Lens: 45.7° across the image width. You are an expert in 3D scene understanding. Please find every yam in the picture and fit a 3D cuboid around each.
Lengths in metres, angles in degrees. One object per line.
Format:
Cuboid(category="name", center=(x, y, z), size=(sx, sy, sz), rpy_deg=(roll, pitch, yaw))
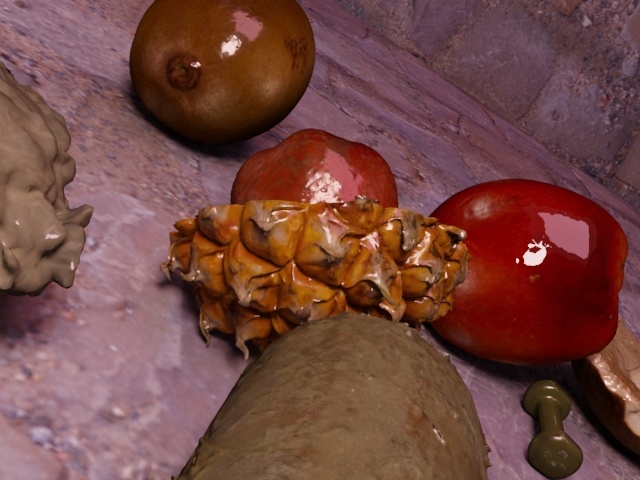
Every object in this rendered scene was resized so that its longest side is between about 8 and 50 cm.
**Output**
Cuboid(category="yam", center=(-0.004, 0.160, 0.337), size=(0.168, 0.168, 0.304), rpy_deg=(37, 23, 0))

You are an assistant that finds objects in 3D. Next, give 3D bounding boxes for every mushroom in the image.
Cuboid(category="mushroom", center=(0.435, 0.120, 0.904), size=(0.233, 0.301, 0.208), rpy_deg=(44, -12, -13))

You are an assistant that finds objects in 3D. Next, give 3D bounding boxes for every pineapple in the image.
Cuboid(category="pineapple", center=(-0.001, 0.050, 0.554), size=(0.250, 0.164, 0.140), rpy_deg=(10, -18, -3))

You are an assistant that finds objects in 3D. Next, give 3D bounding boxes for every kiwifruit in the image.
Cuboid(category="kiwifruit", center=(-0.108, -0.204, 0.854), size=(0.196, 0.196, 0.234), rpy_deg=(35, 24, -4))

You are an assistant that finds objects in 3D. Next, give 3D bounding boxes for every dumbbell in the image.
Cuboid(category="dumbbell", center=(0.233, 0.189, 0.768), size=(0.052, 0.046, 0.118), rpy_deg=(41, 22, -3))

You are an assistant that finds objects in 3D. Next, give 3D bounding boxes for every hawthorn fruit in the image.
Cuboid(category="hawthorn fruit", center=(0.000, 0.000, 0.702), size=(0.163, 0.163, 0.203), rpy_deg=(21, 46, -32))

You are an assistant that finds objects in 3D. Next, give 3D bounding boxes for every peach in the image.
Cuboid(category="peach", center=(0.216, 0.031, 0.841), size=(0.244, 0.199, 0.243), rpy_deg=(9, 12, -2))

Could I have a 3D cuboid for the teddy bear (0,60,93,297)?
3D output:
Cuboid(category="teddy bear", center=(-0.298, -0.078, 0.395), size=(0.367, 0.224, 0.357), rpy_deg=(45, 18, -20))
